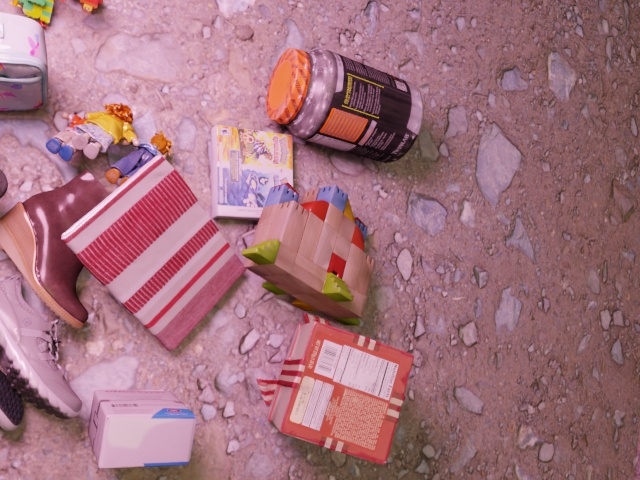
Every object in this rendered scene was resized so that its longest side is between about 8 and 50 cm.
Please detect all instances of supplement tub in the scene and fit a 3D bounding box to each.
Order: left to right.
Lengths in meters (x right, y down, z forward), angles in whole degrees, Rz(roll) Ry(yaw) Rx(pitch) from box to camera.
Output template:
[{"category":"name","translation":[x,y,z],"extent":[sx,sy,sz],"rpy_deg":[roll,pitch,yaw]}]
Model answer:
[{"category":"supplement tub","translation":[0.057,-0.318,1.187],"extent":[0.337,0.207,0.207],"rpy_deg":[11,79,-28]}]

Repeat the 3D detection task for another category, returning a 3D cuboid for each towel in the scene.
[{"category":"towel","translation":[-0.300,0.031,0.971],"extent":[0.237,0.037,0.329],"rpy_deg":[-50,133,-25]}]

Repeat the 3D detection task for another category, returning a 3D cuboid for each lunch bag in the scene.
[{"category":"lunch bag","translation":[-0.595,-0.292,0.806],"extent":[0.278,0.224,0.108],"rpy_deg":[-4,86,-30]}]

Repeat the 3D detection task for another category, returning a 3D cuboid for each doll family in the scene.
[{"category":"doll family","translation":[-0.366,-0.173,0.965],"extent":[0.263,0.118,0.163],"rpy_deg":[44,34,-18]}]

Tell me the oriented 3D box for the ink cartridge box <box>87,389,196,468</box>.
[{"category":"ink cartridge box","translation":[-0.325,0.330,0.901],"extent":[0.148,0.203,0.086],"rpy_deg":[10,82,-28]}]

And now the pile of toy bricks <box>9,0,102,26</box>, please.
[{"category":"pile of toy bricks","translation":[-0.526,-0.460,0.945],"extent":[0.212,0.118,0.105],"rpy_deg":[10,112,-37]}]

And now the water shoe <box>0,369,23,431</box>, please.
[{"category":"water shoe","translation":[-0.591,0.248,0.850],"extent":[0.080,0.073,0.203],"rpy_deg":[-31,103,0]}]

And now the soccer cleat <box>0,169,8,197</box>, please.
[{"category":"soccer cleat","translation":[-0.655,-0.030,0.783],"extent":[0.318,0.116,0.109],"rpy_deg":[-34,84,-29]}]

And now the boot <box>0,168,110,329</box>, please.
[{"category":"boot","translation":[-0.447,0.014,0.931],"extent":[0.206,0.090,0.249],"rpy_deg":[-38,99,-25]}]

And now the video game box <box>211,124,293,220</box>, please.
[{"category":"video game box","translation":[-0.153,-0.147,1.142],"extent":[0.186,0.048,0.206],"rpy_deg":[1,84,-32]}]

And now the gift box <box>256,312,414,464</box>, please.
[{"category":"gift box","translation":[0.017,0.298,1.075],"extent":[0.276,0.258,0.255],"rpy_deg":[25,74,-4]}]

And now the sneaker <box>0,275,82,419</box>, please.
[{"category":"sneaker","translation":[-0.493,0.186,0.876],"extent":[0.115,0.105,0.282],"rpy_deg":[-42,107,-46]}]

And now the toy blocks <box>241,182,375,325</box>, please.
[{"category":"toy blocks","translation":[0.000,0.000,1.125],"extent":[0.381,0.190,0.261],"rpy_deg":[35,60,-38]}]
